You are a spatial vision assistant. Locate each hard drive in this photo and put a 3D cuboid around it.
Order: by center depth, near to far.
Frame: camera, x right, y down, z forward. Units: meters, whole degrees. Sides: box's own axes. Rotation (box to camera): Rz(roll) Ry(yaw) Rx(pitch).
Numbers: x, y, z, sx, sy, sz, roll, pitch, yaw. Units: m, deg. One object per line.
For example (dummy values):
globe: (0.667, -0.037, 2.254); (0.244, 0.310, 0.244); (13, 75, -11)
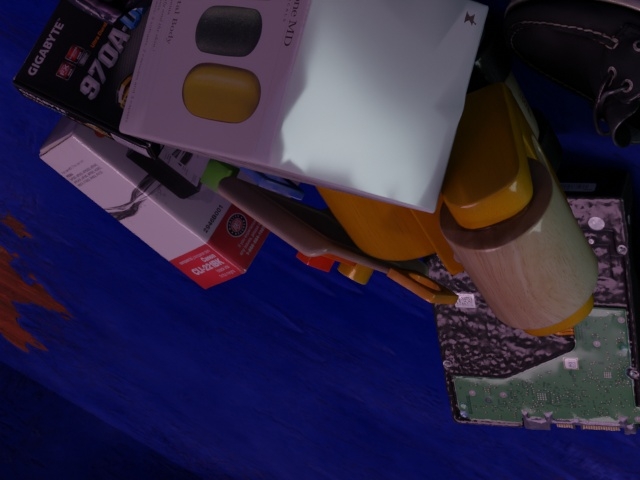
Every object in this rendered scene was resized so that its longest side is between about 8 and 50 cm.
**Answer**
hard drive: (0.245, 0.071, 1.866); (0.236, 0.064, 0.339); (1, 126, 21)

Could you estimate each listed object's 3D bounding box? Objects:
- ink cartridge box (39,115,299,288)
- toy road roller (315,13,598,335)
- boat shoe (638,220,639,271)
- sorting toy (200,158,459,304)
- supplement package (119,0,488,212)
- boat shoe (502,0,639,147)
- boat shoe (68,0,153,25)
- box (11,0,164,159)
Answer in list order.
ink cartridge box: (-0.173, -0.105, 2.009); (0.273, 0.197, 0.114); (39, 152, -17)
toy road roller: (0.120, -0.045, 1.648); (0.240, 0.329, 0.202); (-24, 132, 14)
boat shoe: (0.383, 0.021, 1.806); (0.060, 0.064, 0.178); (-9, 142, 5)
sorting toy: (0.000, 0.000, 1.815); (0.196, 0.047, 0.347); (14, -164, -47)
supplement package: (-0.021, -0.158, 1.533); (0.198, 0.199, 0.262); (14, -179, -37)
boat shoe: (0.312, -0.132, 1.533); (0.340, 0.113, 0.127); (25, 154, 14)
boat shoe: (-0.273, -0.357, 1.649); (0.340, 0.158, 0.127); (38, 121, 0)
box: (-0.207, -0.222, 1.809); (0.175, 0.220, 0.051); (26, 168, 11)
